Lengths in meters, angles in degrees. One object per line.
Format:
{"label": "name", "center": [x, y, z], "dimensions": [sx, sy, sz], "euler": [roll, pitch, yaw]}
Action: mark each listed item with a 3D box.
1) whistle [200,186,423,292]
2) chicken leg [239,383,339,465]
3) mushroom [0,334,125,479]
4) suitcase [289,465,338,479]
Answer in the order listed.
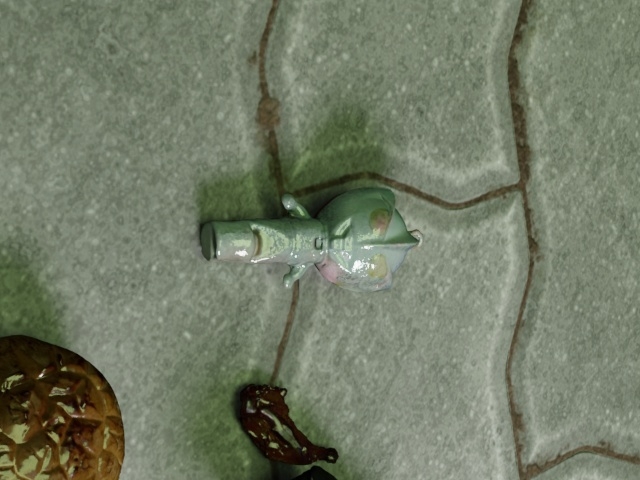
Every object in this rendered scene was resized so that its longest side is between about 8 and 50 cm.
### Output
{"label": "whistle", "center": [-0.001, 0.001, 1.889], "dimensions": [0.346, 0.133, 0.142], "euler": [-1, 119, -28]}
{"label": "chicken leg", "center": [-0.048, 0.274, 1.920], "dimensions": [0.205, 0.053, 0.093], "euler": [58, 46, -31]}
{"label": "mushroom", "center": [-0.348, 0.235, 1.590], "dimensions": [0.253, 0.153, 0.253], "euler": [13, 67, -33]}
{"label": "suitcase", "center": [0.020, 0.506, 1.809], "dimensions": [0.188, 0.345, 0.339], "euler": [-31, 116, 10]}
